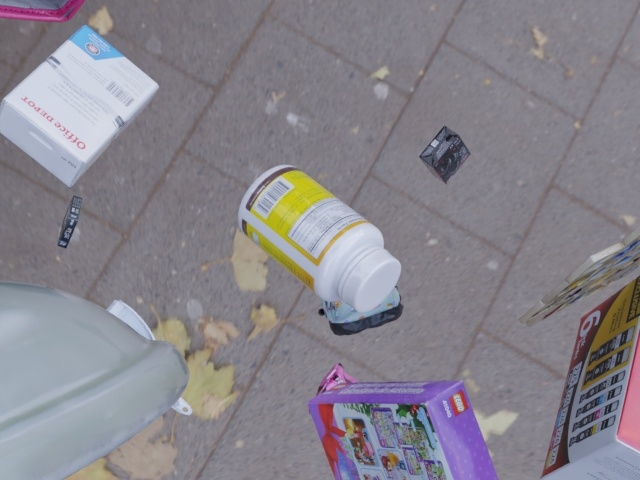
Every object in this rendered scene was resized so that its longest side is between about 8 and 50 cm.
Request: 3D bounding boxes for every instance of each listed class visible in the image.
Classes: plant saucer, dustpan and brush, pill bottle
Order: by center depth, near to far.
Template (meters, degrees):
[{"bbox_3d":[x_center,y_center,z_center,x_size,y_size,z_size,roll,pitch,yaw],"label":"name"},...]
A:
[{"bbox_3d":[-0.259,0.077,0.416,0.400,0.400,0.100,-18,93,-12],"label":"plant saucer"},{"bbox_3d":[0.000,0.000,1.318,0.117,0.117,0.215,-43,60,-15],"label":"pill bottle"},{"bbox_3d":[-0.297,0.217,1.663,0.211,0.060,0.147,39,90,-13],"label":"dustpan and brush"}]

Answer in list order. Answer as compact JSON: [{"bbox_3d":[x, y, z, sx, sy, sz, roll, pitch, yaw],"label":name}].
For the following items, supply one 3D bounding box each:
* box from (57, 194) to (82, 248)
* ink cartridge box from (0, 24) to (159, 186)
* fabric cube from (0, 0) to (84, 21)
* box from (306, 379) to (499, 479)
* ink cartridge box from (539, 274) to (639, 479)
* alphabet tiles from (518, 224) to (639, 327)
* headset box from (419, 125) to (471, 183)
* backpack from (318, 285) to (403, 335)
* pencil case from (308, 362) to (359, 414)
[{"bbox_3d":[-0.462,-0.035,1.861,0.018,0.067,0.083,20,29,-18],"label":"box"},{"bbox_3d":[-0.344,-0.192,1.430,0.140,0.082,0.190,40,54,-7],"label":"ink cartridge box"},{"bbox_3d":[-0.243,-0.318,0.576,0.254,0.259,0.258,-2,54,-46],"label":"fabric cube"},{"bbox_3d":[0.109,0.286,1.024,0.057,0.201,0.293,-24,97,-35],"label":"box"},{"bbox_3d":[0.475,0.209,1.479,0.130,0.272,0.309,28,55,-5],"label":"ink cartridge box"},{"bbox_3d":[0.426,0.012,1.355,0.343,0.285,0.011,-22,71,-33],"label":"alphabet tiles"},{"bbox_3d":[0.189,-0.127,1.520,0.032,0.083,0.062,39,89,30],"label":"headset box"},{"bbox_3d":[0.061,0.062,1.713,0.152,0.115,0.182,-19,110,-7],"label":"backpack"},{"bbox_3d":[0.090,0.260,1.454,0.209,0.098,0.095,28,51,7],"label":"pencil case"}]
